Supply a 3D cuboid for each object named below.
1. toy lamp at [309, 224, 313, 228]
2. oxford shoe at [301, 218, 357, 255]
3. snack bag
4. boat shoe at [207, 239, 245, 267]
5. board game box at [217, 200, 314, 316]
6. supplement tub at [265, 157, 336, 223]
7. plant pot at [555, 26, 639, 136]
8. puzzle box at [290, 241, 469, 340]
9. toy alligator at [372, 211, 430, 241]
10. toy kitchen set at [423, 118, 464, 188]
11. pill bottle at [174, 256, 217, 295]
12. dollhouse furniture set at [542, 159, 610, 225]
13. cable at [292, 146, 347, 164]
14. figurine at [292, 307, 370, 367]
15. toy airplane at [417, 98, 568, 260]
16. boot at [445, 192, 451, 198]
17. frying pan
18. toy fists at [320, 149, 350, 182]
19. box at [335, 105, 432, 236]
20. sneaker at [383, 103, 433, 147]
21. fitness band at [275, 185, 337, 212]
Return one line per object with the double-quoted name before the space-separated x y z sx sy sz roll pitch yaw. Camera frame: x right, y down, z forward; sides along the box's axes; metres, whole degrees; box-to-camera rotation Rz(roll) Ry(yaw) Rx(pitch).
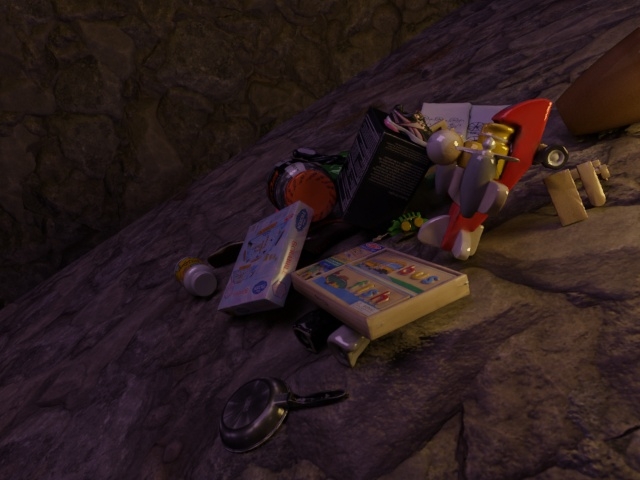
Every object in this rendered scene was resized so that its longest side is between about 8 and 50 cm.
"toy lamp" -0.148 0.019 1.673 0.274 0.080 0.080 -26 28 4
"oxford shoe" 0.000 0.000 1.570 0.271 0.097 0.098 -16 67 11
"snack bag" 0.508 -0.403 1.633 0.342 0.037 0.323 6 41 18
"boat shoe" -0.345 0.036 1.836 0.223 0.080 0.073 -22 33 26
"board game box" -0.171 0.065 1.439 0.318 0.066 0.318 -20 46 53
"supplement tub" -0.069 -0.173 1.628 0.207 0.207 0.338 -34 19 -6
"plant pot" 0.803 -0.403 1.298 0.254 0.237 0.237 -31 22 37
"puzzle box" 0.126 0.103 1.166 0.272 0.052 0.409 -20 18 -22
"toy alligator" 0.235 -0.047 1.376 0.189 0.051 0.056 -17 -5 -5
"toy kitchen set" 0.377 -0.242 1.451 0.122 0.207 0.166 -29 36 6
"pill bottle" -0.460 0.136 1.742 0.117 0.118 0.208 -40 29 -17
"dollhouse furniture set" 0.638 -0.117 1.160 0.144 0.123 0.151 -21 -6 19
"cable" 0.006 -0.271 1.572 0.184 0.047 0.150 13 4 22
"figurine" 0.070 0.190 1.163 0.215 0.092 0.209 7 42 49
"toy airplane" 0.356 -0.149 1.142 0.384 0.272 0.386 -57 7 -30
"boot" 0.485 -0.189 1.376 0.244 0.088 0.176 -36 28 7
"frying pan" -0.112 0.390 1.056 0.326 0.053 0.197 -8 36 42
"toy fists" 0.112 -0.290 1.868 0.142 0.096 0.279 1 26 33
"box" 0.189 -0.222 1.480 0.296 0.182 0.294 -94 27 -60
"sneaker" 0.268 -0.320 1.310 0.077 0.178 0.072 -64 -3 27
"fitness band" -0.053 -0.154 1.897 0.290 0.054 0.209 -7 39 41
